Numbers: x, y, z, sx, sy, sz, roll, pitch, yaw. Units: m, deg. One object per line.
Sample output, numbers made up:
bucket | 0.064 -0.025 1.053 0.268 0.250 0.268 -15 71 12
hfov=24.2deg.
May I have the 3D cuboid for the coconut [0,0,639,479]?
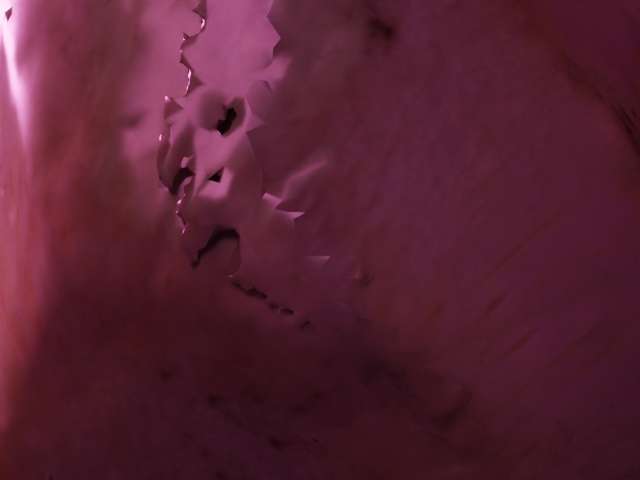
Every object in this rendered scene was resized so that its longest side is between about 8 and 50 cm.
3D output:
coconut | 0.000 0.000 0.566 0.352 0.353 0.352 -19 27 10
